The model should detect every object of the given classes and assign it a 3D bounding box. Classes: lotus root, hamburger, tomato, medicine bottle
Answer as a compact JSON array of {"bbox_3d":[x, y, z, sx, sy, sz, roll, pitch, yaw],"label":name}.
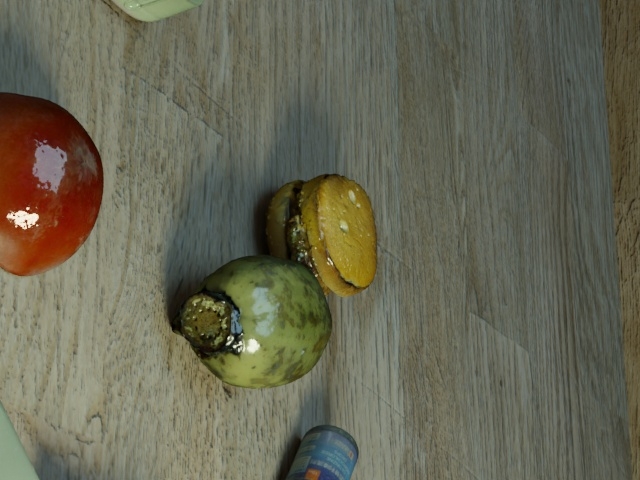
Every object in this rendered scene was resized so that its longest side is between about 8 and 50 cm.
[{"bbox_3d":[-0.070,0.101,2.253,0.309,0.173,0.173,0,78,-68],"label":"lotus root"},{"bbox_3d":[-0.003,0.004,2.447,0.182,0.118,0.191,45,38,-41],"label":"hamburger"},{"bbox_3d":[-0.309,-0.066,1.926,0.228,0.112,0.199,14,68,-56],"label":"tomato"},{"bbox_3d":[-0.012,0.342,2.324,0.083,0.083,0.203,61,33,-28],"label":"medicine bottle"}]

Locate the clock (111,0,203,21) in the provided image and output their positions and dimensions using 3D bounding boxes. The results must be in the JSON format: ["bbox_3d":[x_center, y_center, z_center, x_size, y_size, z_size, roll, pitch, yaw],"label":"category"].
[{"bbox_3d":[-0.240,-0.468,2.221,0.265,0.109,0.324,41,44,-47],"label":"clock"}]

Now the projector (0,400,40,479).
[{"bbox_3d":[-0.363,0.278,1.652,0.198,0.108,0.250,-40,113,-46],"label":"projector"}]
